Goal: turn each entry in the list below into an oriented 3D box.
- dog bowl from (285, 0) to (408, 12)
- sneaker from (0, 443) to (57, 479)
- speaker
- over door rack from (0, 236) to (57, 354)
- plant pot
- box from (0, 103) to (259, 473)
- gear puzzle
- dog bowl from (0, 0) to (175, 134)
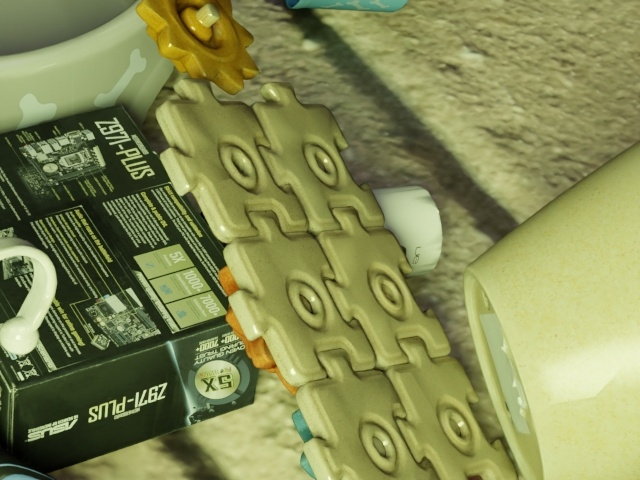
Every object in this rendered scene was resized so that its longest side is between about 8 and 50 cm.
[{"bbox_3d":[0.037,-0.271,1.356,0.074,0.166,0.297,14,42,-12],"label":"dog bowl"},{"bbox_3d":[-0.208,0.094,0.981,0.232,0.081,0.090,18,51,10],"label":"sneaker"},{"bbox_3d":[0.000,0.000,1.121,0.136,0.055,0.055,-6,45,-31],"label":"speaker"},{"bbox_3d":[-0.319,0.029,0.907,0.324,0.108,0.239,-14,30,-35],"label":"over door rack"},{"bbox_3d":[0.223,0.033,1.034,0.274,0.256,0.256,-17,48,-4],"label":"plant pot"},{"bbox_3d":[-0.136,0.024,1.069,0.147,0.077,0.180,-17,50,-27],"label":"box"},{"bbox_3d":[-0.023,-0.002,1.027,0.175,0.044,0.339,-5,65,-58],"label":"gear puzzle"},{"bbox_3d":[-0.234,-0.163,1.231,0.348,0.102,0.349,6,44,-5],"label":"dog bowl"}]
